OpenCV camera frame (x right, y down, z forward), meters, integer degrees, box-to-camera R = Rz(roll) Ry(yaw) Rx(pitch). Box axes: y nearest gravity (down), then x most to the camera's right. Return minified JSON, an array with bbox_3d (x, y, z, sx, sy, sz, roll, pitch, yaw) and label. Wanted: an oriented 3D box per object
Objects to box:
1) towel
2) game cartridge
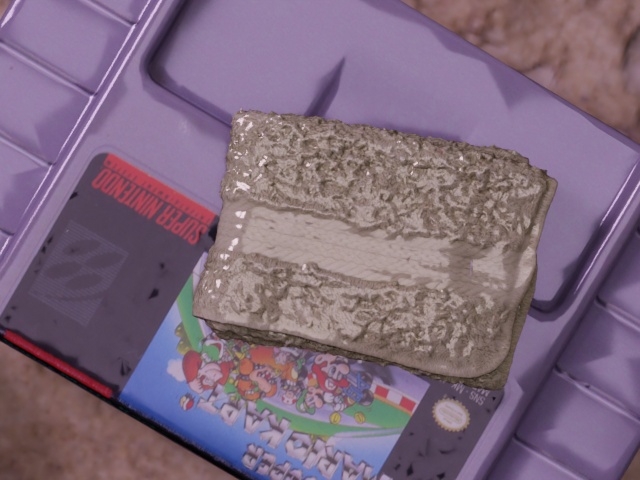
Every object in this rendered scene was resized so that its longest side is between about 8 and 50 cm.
[{"bbox_3d":[0.024,0.002,0.826,0.148,0.027,0.110,12,90,-3],"label":"towel"},{"bbox_3d":[0.000,0.000,0.867,0.355,0.068,0.230,30,86,-4],"label":"game cartridge"}]
